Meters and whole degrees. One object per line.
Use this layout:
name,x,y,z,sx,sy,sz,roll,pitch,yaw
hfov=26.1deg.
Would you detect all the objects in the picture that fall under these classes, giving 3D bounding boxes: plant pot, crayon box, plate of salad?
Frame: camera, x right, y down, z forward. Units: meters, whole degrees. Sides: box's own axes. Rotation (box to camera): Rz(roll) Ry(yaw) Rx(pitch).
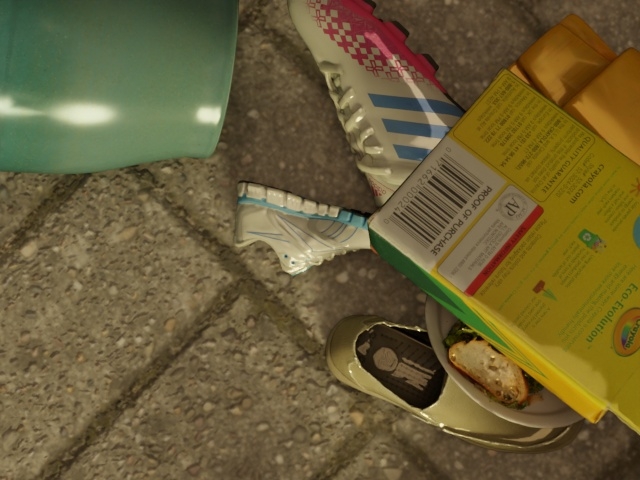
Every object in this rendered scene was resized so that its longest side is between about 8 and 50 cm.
plant pot,-0.217,-0.183,1.328,0.255,0.271,0.271,8,85,-12
crayon box,0.226,0.019,1.250,0.318,0.081,0.202,39,79,14
plate of salad,0.196,0.090,1.341,0.200,0.048,0.200,14,48,-16

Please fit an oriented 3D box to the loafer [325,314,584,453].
loafer,0.132,0.145,1.365,0.269,0.092,0.102,16,86,3

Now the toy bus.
toy bus,0.326,-0.076,1.360,0.108,0.130,0.332,-41,85,-2

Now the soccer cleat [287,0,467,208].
soccer cleat,0.067,-0.121,1.377,0.331,0.116,0.143,43,87,4

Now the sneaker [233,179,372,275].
sneaker,0.000,0.000,1.399,0.191,0.071,0.083,14,92,11
